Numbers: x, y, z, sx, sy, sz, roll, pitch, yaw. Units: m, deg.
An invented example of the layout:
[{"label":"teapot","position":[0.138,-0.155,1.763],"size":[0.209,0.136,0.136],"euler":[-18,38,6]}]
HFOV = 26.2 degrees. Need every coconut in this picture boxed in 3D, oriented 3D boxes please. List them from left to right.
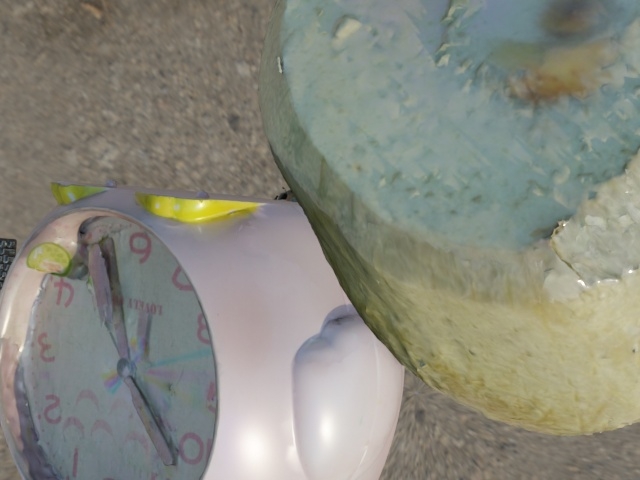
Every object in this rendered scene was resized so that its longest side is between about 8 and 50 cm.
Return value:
[{"label":"coconut","position":[0.129,-0.048,0.704],"size":[0.297,0.254,0.297],"euler":[-9,63,18]}]

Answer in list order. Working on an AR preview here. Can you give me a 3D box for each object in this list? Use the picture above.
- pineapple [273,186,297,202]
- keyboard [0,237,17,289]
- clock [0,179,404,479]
[{"label":"pineapple","position":[0.000,0.000,1.709],"size":[0.166,0.166,0.193],"euler":[-24,60,1]},{"label":"keyboard","position":[-0.428,0.021,1.524],"size":[0.013,0.204,0.061],"euler":[2,87,44]},{"label":"clock","position":[-0.093,0.143,1.125],"size":[0.368,0.250,0.377],"euler":[8,97,39]}]
